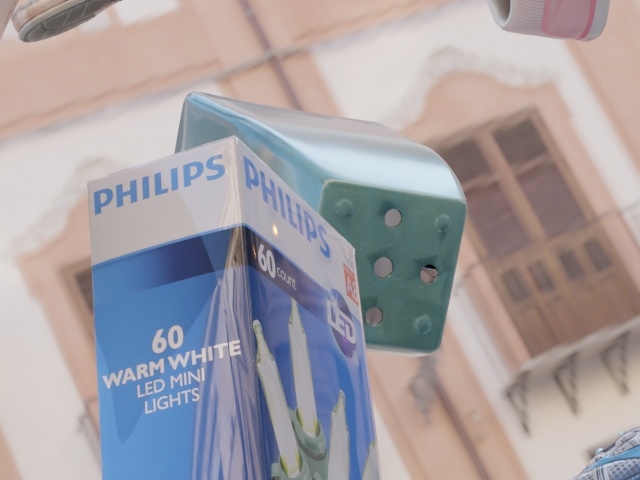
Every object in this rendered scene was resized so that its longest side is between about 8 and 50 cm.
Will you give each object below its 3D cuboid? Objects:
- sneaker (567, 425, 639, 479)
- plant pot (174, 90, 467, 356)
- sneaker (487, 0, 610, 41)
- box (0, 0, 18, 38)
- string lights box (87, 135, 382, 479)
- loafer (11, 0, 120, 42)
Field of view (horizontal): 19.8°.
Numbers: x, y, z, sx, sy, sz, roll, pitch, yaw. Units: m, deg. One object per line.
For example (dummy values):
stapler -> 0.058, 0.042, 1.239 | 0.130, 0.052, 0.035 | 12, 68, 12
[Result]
sneaker -> 0.212, 0.163, 1.128 | 0.283, 0.110, 0.122 | -24, 26, 34
plant pot -> 0.000, 0.000, 1.293 | 0.165, 0.165, 0.234 | 8, 7, -21
sneaker -> 0.120, -0.172, 0.980 | 0.070, 0.134, 0.051 | -3, 16, -19
box -> -0.227, -0.086, 0.774 | 0.127, 0.149, 0.232 | -61, 8, 10
string lights box -> -0.030, 0.104, 0.767 | 0.077, 0.259, 0.133 | -16, -27, 19
loafer -> -0.139, -0.159, 1.115 | 0.125, 0.039, 0.045 | -30, -5, -32
